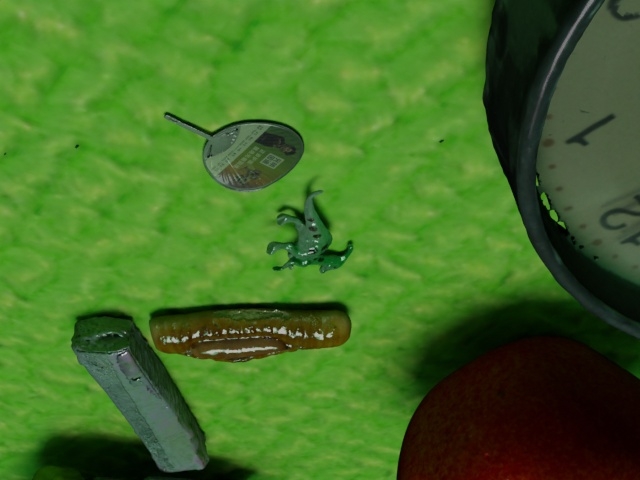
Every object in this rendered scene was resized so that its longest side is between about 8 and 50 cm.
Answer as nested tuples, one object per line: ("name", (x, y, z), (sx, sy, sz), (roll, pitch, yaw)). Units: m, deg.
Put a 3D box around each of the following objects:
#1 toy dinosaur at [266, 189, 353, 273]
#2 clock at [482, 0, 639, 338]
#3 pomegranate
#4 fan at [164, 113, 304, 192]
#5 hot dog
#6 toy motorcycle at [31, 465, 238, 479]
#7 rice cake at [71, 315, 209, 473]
("toy dinosaur", (0.000, 0.000, 0.693), (0.062, 0.021, 0.083), (13, 145, -33))
("clock", (0.271, -0.079, 0.537), (0.386, 0.076, 0.386), (-3, 138, -2))
("pomegranate", (0.170, 0.179, 0.796), (0.221, 0.221, 0.256), (-32, 163, 33))
("fan", (-0.042, -0.054, 0.630), (0.060, 0.003, 0.080), (-17, 142, 17))
("hot dog", (-0.047, 0.065, 0.771), (0.137, 0.028, 0.044), (-2, 151, -4))
("toy motorcycle", (-0.188, 0.327, 0.965), (0.191, 0.200, 0.326), (11, 142, -31))
("rice cake", (-0.126, 0.120, 0.832), (0.043, 0.034, 0.211), (-7, 144, 9))
